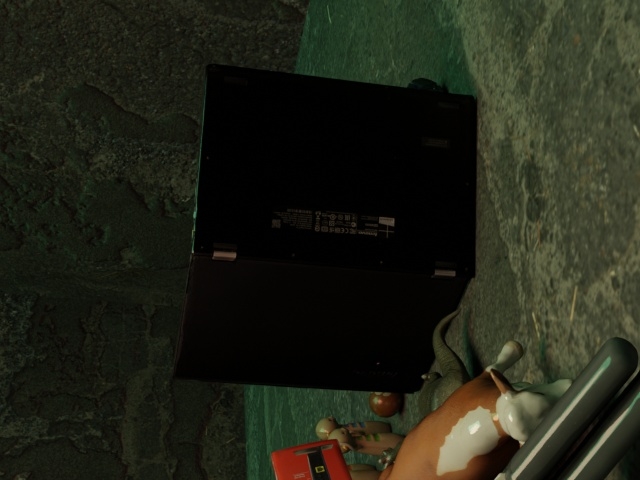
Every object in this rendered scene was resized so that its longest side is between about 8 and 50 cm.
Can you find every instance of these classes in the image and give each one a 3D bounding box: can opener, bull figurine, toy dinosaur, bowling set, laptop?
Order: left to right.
[{"bbox_3d":[0.000,0.000,1.367,0.236,0.381,0.408,140,134,-73],"label":"laptop"},{"bbox_3d":[0.047,0.331,1.563,0.287,0.154,0.200,161,113,-77],"label":"bowling set"},{"bbox_3d":[0.156,0.242,1.228,0.314,0.121,0.160,-61,5,-13],"label":"toy dinosaur"},{"bbox_3d":[0.156,0.210,1.000,0.310,0.101,0.188,-50,-11,31],"label":"bull figurine"},{"bbox_3d":[0.196,0.215,0.824,0.283,0.076,0.095,-58,-8,20],"label":"can opener"}]

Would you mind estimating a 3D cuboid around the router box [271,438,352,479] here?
[{"bbox_3d":[0.032,0.433,1.016,0.301,0.082,0.336,-119,19,-69],"label":"router box"}]

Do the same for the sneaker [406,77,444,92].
[{"bbox_3d":[0.147,-0.143,1.478,0.087,0.083,0.221,133,143,-80],"label":"sneaker"}]
